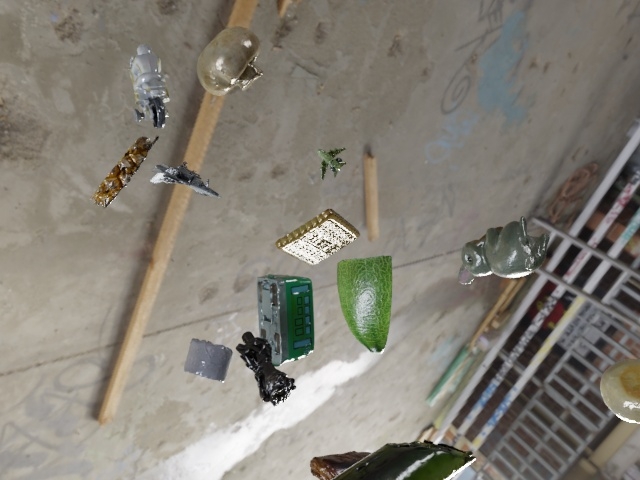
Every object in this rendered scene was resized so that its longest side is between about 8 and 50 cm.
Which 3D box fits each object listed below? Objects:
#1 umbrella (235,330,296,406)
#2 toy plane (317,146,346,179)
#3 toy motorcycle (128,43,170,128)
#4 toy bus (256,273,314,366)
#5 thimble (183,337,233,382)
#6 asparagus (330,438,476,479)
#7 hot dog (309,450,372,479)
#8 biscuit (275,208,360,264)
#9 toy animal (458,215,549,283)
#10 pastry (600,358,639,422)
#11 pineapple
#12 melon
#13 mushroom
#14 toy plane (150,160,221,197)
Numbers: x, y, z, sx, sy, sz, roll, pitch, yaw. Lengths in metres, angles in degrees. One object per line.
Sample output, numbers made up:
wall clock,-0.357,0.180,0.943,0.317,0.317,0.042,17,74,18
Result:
umbrella,-0.185,0.397,1.877,0.122,0.272,0.110,-18,139,-25
toy plane,0.026,-0.203,1.493,0.102,0.040,0.111,-57,146,-1
toy motorcycle,-0.365,-0.336,1.248,0.074,0.229,0.151,-8,126,-22
toy bus,-0.129,0.296,2.265,0.199,0.183,0.344,-4,95,-35
thimble,-0.361,0.387,1.902,0.127,0.151,0.118,32,69,-52
asparagus,0.119,0.422,1.021,0.382,0.128,0.108,-17,130,-39
hot dog,0.071,0.639,1.616,0.226,0.160,0.099,16,89,-34
biscuit,0.000,0.000,1.523,0.172,0.029,0.254,-32,159,11
toy animal,0.368,0.036,1.267,0.108,0.138,0.236,39,137,-24
pastry,0.729,0.341,1.348,0.156,0.156,0.092,-36,139,-19
pineapple,-0.465,-0.169,1.380,0.047,0.221,0.221,39,93,-23
melon,0.161,0.216,1.903,0.124,0.196,0.324,0,84,-61
mushroom,-0.199,-0.393,1.308,0.166,0.127,0.166,-48,-174,7
toy plane,-0.407,-0.191,1.780,0.160,0.234,0.082,-58,160,-67
